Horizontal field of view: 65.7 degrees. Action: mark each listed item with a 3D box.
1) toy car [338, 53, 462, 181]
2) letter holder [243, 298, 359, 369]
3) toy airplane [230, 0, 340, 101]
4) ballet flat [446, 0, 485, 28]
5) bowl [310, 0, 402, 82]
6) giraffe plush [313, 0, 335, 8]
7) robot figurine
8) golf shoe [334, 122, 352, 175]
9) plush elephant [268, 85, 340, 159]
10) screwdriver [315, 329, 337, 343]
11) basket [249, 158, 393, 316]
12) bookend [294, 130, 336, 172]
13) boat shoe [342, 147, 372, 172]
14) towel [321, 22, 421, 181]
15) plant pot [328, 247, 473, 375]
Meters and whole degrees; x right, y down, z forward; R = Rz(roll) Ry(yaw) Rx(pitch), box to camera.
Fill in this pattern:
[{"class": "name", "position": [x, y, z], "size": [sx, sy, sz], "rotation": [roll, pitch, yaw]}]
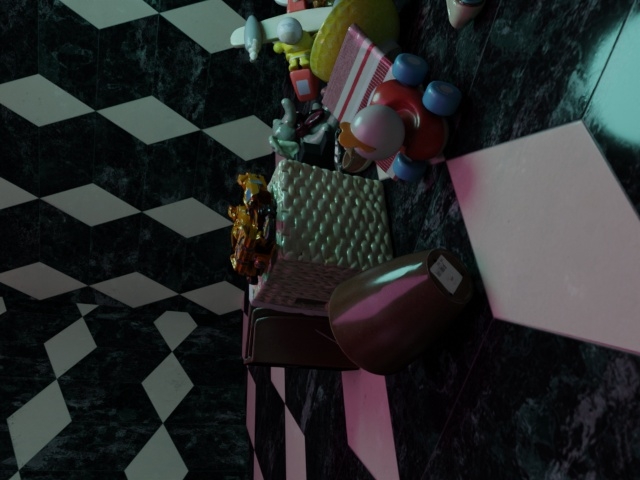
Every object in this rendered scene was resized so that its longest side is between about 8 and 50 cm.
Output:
[{"class": "toy car", "position": [0.128, -0.244, 1.039], "size": [0.210, 0.238, 0.219], "rotation": [54, 143, 28]}, {"class": "letter holder", "position": [-0.052, 0.256, 1.424], "size": [0.152, 0.302, 0.214], "rotation": [137, 139, -67]}, {"class": "toy airplane", "position": [-0.078, -0.736, 1.719], "size": [0.386, 0.384, 0.272], "rotation": [-51, -3, 18]}, {"class": "ballet flat", "position": [0.283, -0.542, 1.021], "size": [0.086, 0.086, 0.248], "rotation": [128, 145, -62]}, {"class": "bowl", "position": [0.127, -0.524, 1.356], "size": [0.156, 0.289, 0.289], "rotation": [45, 144, 14]}, {"class": "giraffe plush", "position": [0.050, -0.878, 1.844], "size": [0.181, 0.210, 0.170], "rotation": [-27, 59, 42]}, {"class": "robot figurine", "position": [-0.170, -0.030, 1.208], "size": [0.291, 0.085, 0.211], "rotation": [-107, 33, -51]}, {"class": "golf shoe", "position": [0.074, -0.307, 1.668], "size": [0.094, 0.077, 0.198], "rotation": [146, 131, -71]}, {"class": "plush elephant", "position": [-0.071, -0.442, 1.917], "size": [0.271, 0.256, 0.330], "rotation": [-103, 25, -52]}, {"class": "screwdriver", "position": [0.058, 0.281, 1.331], "size": [0.025, 0.170, 0.024], "rotation": [0, -64, -62]}, {"class": "basket", "position": [0.000, 0.000, 1.331], "size": [0.266, 0.328, 0.331], "rotation": [124, 151, -51]}, {"class": "bookend", "position": [-0.001, -0.334, 1.799], "size": [0.156, 0.157, 0.072], "rotation": [113, 158, -46]}, {"class": "boat shoe", "position": [0.115, -0.308, 1.435], "size": [0.324, 0.117, 0.123], "rotation": [125, 149, -59]}, {"class": "towel", "position": [0.139, -0.336, 1.223], "size": [0.329, 0.037, 0.237], "rotation": [53, 144, 21]}, {"class": "plant pot", "position": [0.165, 0.115, 0.934], "size": [0.230, 0.215, 0.215], "rotation": [-45, 38, 45]}]
